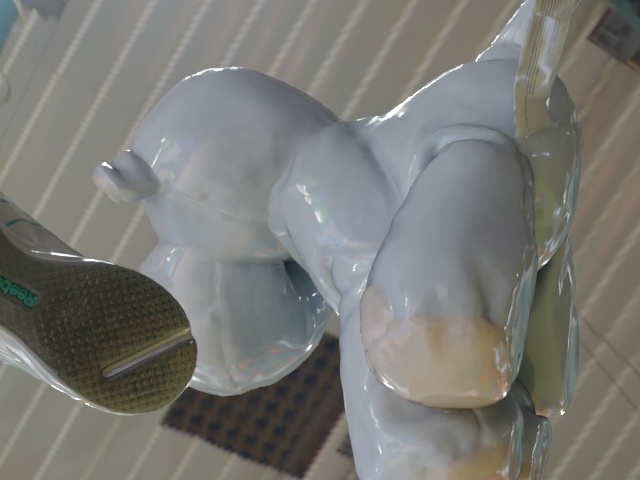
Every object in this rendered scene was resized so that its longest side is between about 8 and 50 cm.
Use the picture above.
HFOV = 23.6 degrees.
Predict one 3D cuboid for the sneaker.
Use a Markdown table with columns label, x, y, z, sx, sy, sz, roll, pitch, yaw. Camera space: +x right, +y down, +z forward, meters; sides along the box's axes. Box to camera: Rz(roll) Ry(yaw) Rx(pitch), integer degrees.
| label | x | y | z | sx | sy | sz | roll | pitch | yaw |
| --- | --- | --- | --- | --- | --- | --- | --- | --- | --- |
| sneaker | -0.112 | 0.007 | 0.481 | 0.152 | 0.061 | 0.054 | 38 | -107 | -13 |

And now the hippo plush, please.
| label | x | y | z | sx | sy | sz | roll | pitch | yaw |
| --- | --- | --- | --- | --- | --- | --- | --- | --- | --- |
| hippo plush | 0.000 | 0.000 | 0.758 | 0.236 | 0.234 | 0.294 | 8 | -67 | 19 |
